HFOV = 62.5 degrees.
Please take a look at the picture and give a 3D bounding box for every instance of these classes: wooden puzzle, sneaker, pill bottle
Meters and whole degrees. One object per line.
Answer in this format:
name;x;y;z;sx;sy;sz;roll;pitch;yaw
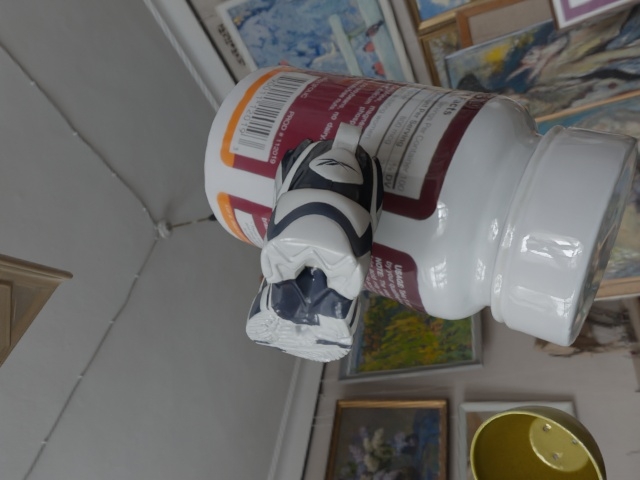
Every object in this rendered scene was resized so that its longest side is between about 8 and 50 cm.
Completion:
wooden puzzle;-0.404;0.108;0.563;0.239;0.044;0.221;-53;-10;-7
sneaker;0.000;0.000;0.443;0.235;0.094;0.153;92;-167;-58
pill bottle;0.089;-0.051;0.556;0.224;0.392;0.224;-33;-47;-45

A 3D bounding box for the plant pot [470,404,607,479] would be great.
plant pot;0.246;0.235;0.571;0.095;0.134;0.134;-9;-92;-49
